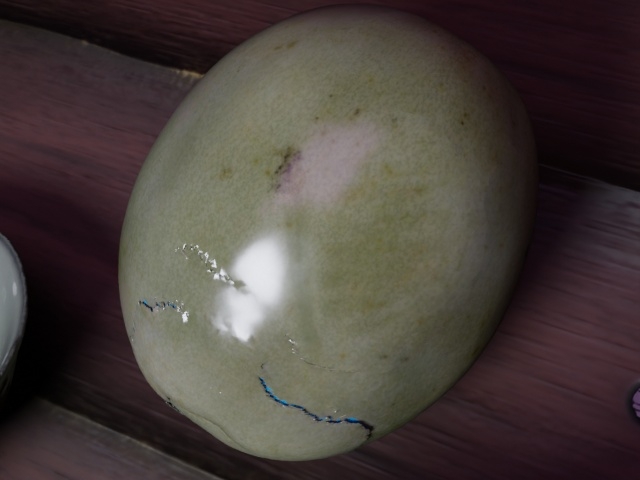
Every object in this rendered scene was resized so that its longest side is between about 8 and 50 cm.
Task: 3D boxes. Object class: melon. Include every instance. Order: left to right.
[{"bbox_3d":[0.000,0.000,0.639,0.268,0.268,0.330,35,102,24],"label":"melon"}]

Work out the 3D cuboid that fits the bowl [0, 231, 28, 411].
[{"bbox_3d":[-0.380,0.130,0.717,0.337,0.158,0.337,-2,40,2],"label":"bowl"}]
